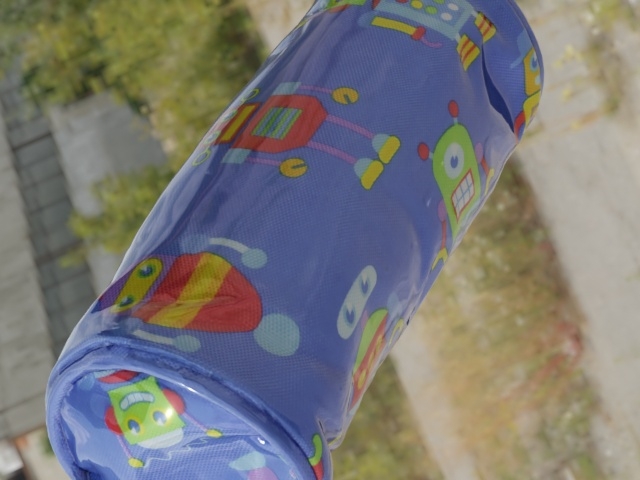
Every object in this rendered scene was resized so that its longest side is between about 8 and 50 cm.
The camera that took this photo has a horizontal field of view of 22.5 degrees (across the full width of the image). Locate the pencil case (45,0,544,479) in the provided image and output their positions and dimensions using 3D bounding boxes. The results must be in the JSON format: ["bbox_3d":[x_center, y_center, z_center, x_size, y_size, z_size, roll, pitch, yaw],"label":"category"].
[{"bbox_3d":[0.000,0.000,0.692,0.306,0.119,0.133,-59,-45,-42],"label":"pencil case"}]
